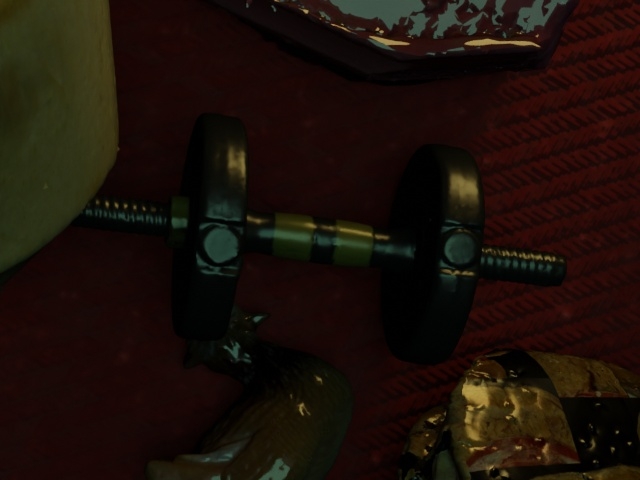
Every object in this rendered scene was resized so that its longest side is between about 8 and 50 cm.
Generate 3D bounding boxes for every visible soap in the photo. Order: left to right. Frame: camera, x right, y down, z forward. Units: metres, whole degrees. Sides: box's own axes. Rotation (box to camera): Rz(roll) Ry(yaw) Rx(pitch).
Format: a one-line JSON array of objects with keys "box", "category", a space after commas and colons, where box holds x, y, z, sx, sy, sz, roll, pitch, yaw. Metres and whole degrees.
[{"box": [0.028, -0.203, 0.895, 0.289, 0.112, 0.182, 24, 84, -9], "category": "soap"}]

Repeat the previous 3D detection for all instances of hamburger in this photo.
[{"box": [0.159, 0.175, 0.891, 0.231, 0.107, 0.231, 14, 48, -16], "category": "hamburger"}]

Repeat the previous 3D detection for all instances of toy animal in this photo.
[{"box": [-0.061, 0.142, 0.903, 0.188, 0.089, 0.179, -39, 80, -7], "category": "toy animal"}]

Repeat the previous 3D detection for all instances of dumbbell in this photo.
[{"box": [0.000, 0.000, 0.874, 0.326, 0.143, 0.143, 7, 90, -11], "category": "dumbbell"}]

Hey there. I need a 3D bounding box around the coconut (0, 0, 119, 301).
[{"box": [-0.263, -0.114, 0.738, 0.323, 0.323, 0.322, 0, 91, -10], "category": "coconut"}]
